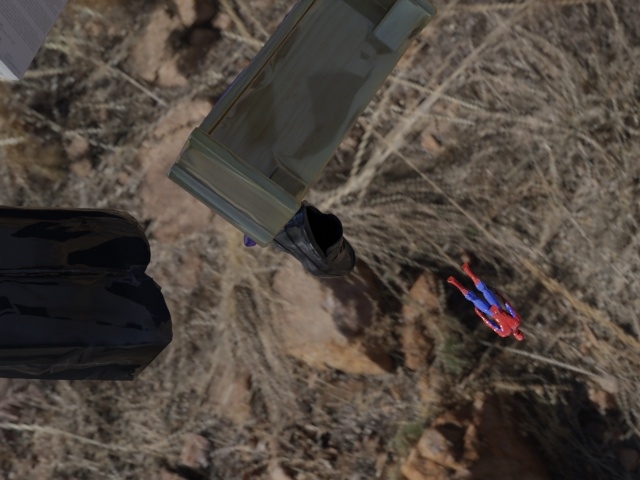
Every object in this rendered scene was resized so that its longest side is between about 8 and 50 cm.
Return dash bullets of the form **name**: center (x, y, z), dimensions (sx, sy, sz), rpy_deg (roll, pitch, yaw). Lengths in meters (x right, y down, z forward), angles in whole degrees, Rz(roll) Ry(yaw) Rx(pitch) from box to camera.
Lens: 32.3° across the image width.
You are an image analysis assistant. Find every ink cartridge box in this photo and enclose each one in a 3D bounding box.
- **ink cartridge box**: center (-0.370, -0.338, 1.352), dimensions (0.066, 0.189, 0.232), rpy_deg (18, 73, 18)

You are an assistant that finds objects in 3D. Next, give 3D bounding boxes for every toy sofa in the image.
- **toy sofa**: center (-0.026, -0.174, 1.350), dimensions (0.362, 0.150, 0.177), rpy_deg (-56, 6, -25)

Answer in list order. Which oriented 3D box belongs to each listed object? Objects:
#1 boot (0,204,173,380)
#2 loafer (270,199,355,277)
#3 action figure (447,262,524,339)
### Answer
- **boot**: center (-0.395, -0.027, 1.185), dimensions (0.146, 0.445, 0.367), rpy_deg (-32, 63, 48)
- **loafer**: center (0.000, 0.000, 1.533), dimensions (0.078, 0.223, 0.076), rpy_deg (-13, 66, 25)
- **action figure**: center (0.200, 0.076, 1.299), dimensions (0.038, 0.115, 0.030), rpy_deg (-44, 9, 2)
